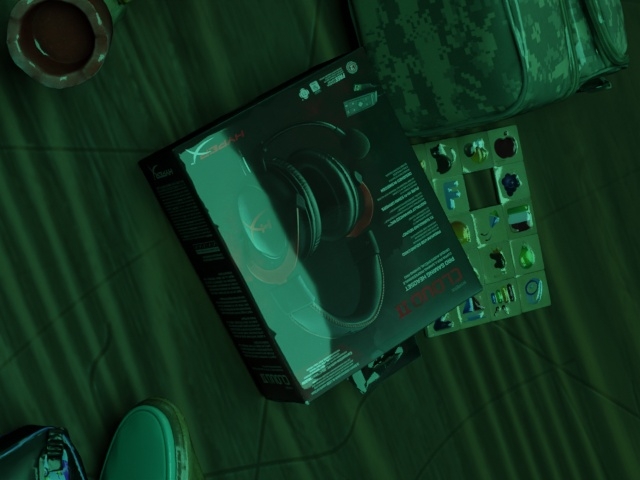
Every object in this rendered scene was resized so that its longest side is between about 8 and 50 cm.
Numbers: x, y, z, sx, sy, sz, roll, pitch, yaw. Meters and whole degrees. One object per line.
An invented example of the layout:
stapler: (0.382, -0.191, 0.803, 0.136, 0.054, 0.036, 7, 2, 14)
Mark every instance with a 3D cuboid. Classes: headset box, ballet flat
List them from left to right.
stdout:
ballet flat: (-0.141, 0.313, 1.255, 0.124, 0.116, 0.342, 13, 81, -46)
headset box: (0.000, 0.000, 1.327, 0.218, 0.110, 0.293, -30, 99, -22)

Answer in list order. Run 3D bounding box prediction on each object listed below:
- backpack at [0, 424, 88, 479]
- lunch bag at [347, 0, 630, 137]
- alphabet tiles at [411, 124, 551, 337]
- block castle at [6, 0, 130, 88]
backpack: (-0.256, 0.258, 1.185, 0.158, 0.117, 0.173, -28, 99, -26)
lunch bag: (0.177, -0.275, 1.396, 0.256, 0.213, 0.305, -21, 97, -43)
alphabet tiles: (0.125, -0.004, 1.455, 0.237, 0.009, 0.198, -12, 93, -26)
block castle: (-0.231, -0.379, 1.112, 0.303, 0.213, 0.453, -32, 105, 17)
